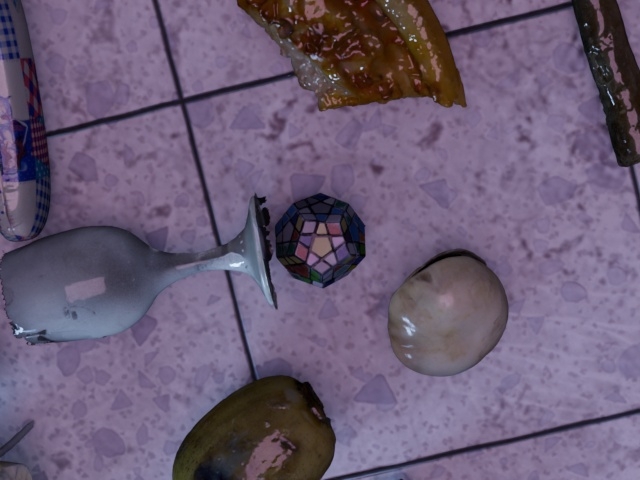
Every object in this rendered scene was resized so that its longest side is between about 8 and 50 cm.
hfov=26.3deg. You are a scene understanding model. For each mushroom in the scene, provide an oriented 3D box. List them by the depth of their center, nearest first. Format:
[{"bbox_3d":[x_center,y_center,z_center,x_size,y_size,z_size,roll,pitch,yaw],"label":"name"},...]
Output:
[{"bbox_3d":[0.144,0.083,1.609,0.154,0.122,0.154,-17,129,-23],"label":"mushroom"}]

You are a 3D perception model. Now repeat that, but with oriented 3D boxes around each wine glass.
[{"bbox_3d":[-0.207,0.037,1.594,0.321,0.143,0.143,-9,100,3],"label":"wine glass"}]

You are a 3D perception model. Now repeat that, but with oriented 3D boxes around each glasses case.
[{"bbox_3d":[-0.363,-0.161,1.568,0.076,0.125,0.327,-7,100,3],"label":"glasses case"}]

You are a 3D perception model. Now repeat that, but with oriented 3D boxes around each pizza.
[{"bbox_3d":[0.016,-0.261,1.565,0.182,0.074,0.365,-42,97,11],"label":"pizza"}]

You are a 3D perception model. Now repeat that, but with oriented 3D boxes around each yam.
[{"bbox_3d":[0.330,-0.221,1.573,0.061,0.061,0.274,-19,98,5],"label":"yam"}]

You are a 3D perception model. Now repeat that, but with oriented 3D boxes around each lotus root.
[{"bbox_3d":[-0.101,0.275,1.629,0.278,0.154,0.154,-43,96,12],"label":"lotus root"}]

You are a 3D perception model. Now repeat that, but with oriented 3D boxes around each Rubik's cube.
[{"bbox_3d":[0.000,0.000,1.603,0.111,0.111,0.093,1,122,1],"label":"Rubik's cube"}]

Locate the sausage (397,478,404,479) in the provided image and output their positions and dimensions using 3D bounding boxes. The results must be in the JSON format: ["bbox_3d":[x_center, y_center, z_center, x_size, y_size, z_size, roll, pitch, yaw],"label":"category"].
[{"bbox_3d":[0.090,0.385,1.683,0.077,0.077,0.194,-3,100,2],"label":"sausage"}]

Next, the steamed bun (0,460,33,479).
[{"bbox_3d":[-0.412,0.396,1.633,0.200,0.170,0.225,-13,107,35],"label":"steamed bun"}]

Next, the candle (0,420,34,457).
[{"bbox_3d":[-0.510,0.166,1.584,0.342,0.221,0.221,38,99,-5],"label":"candle"}]
